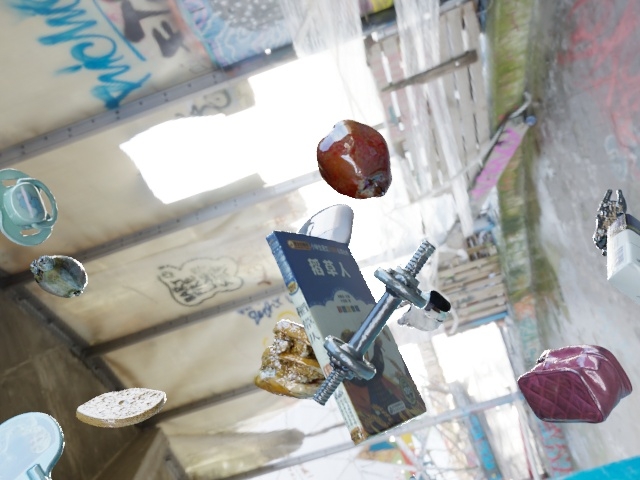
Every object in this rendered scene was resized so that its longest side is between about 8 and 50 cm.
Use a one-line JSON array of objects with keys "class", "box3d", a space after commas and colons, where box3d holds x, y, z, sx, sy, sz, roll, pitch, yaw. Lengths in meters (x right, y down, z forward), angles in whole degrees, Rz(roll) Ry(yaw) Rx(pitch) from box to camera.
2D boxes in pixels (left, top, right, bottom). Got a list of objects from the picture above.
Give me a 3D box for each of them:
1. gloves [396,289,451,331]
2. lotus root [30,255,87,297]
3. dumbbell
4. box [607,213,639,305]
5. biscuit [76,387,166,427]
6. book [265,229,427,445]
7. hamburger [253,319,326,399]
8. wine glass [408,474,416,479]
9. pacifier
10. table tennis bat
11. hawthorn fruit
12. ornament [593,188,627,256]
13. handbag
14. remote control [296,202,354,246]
[{"class": "gloves", "box3d": [0.295, 0.224, 1.656, 0.212, 0.127, 0.111, -51, 27, 45]}, {"class": "lotus root", "box3d": [-0.571, 0.074, 1.191, 0.165, 0.088, 0.088, 64, -171, -65]}, {"class": "dumbbell", "box3d": [0.071, 0.108, 0.714, 0.081, 0.254, 0.081, 35, 180, 0]}, {"class": "box", "box3d": [0.715, 0.056, 1.196, 0.168, 0.071, 0.259, 37, -142, 4]}, {"class": "biscuit", "box3d": [-0.504, 0.429, 1.401, 0.142, 0.220, 0.029, 26, 116, 55]}, {"class": "book", "box3d": [0.060, 0.179, 1.126, 0.300, 0.039, 0.428, 9, -128, -57]}, {"class": "hamburger", "box3d": [-0.064, 0.360, 1.615, 0.245, 0.260, 0.212, 25, -107, -29]}, {"class": "wine glass", "box3d": [0.367, 0.897, 1.869, 0.183, 0.122, 0.122, 40, -174, 0]}, {"class": "pacifier", "box3d": [-0.576, -0.058, 1.040, 0.127, 0.116, 0.151, -37, -74, -59]}, {"class": "table tennis bat", "box3d": [-0.538, 0.417, 1.015, 0.237, 0.149, 0.038, 35, 142, 32]}, {"class": "hawthorn fruit", "box3d": [0.101, -0.196, 1.459, 0.248, 0.208, 0.208, 58, 178, 27]}, {"class": "ornament", "box3d": [0.833, 0.001, 1.552, 0.236, 0.080, 0.202, 56, -130, -44]}, {"class": "handbag", "box3d": [0.575, 0.327, 1.247, 0.146, 0.135, 0.225, 58, 153, 5]}, {"class": "remote control", "box3d": [0.000, 0.000, 1.562, 0.103, 0.221, 0.332, 49, -156, -17]}]
